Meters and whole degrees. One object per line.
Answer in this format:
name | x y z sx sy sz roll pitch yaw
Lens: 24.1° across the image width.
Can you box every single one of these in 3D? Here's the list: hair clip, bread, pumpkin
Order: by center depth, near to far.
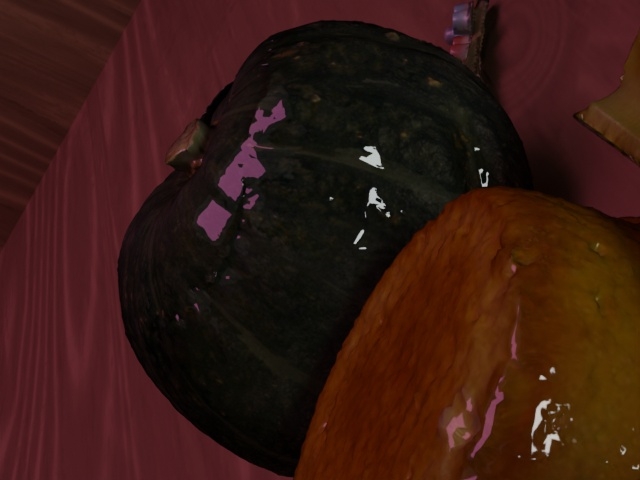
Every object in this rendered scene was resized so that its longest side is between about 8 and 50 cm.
bread | 0.106 0.110 0.818 0.312 0.172 0.312 -54 22 33
pumpkin | 0.000 0.000 1.101 0.327 0.257 0.291 -58 13 1
hair clip | 0.119 -0.138 1.257 0.214 0.056 0.062 -89 -1 -48

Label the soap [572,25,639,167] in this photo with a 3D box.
soap | 0.229 -0.027 0.732 0.076 0.135 0.233 -59 22 14
